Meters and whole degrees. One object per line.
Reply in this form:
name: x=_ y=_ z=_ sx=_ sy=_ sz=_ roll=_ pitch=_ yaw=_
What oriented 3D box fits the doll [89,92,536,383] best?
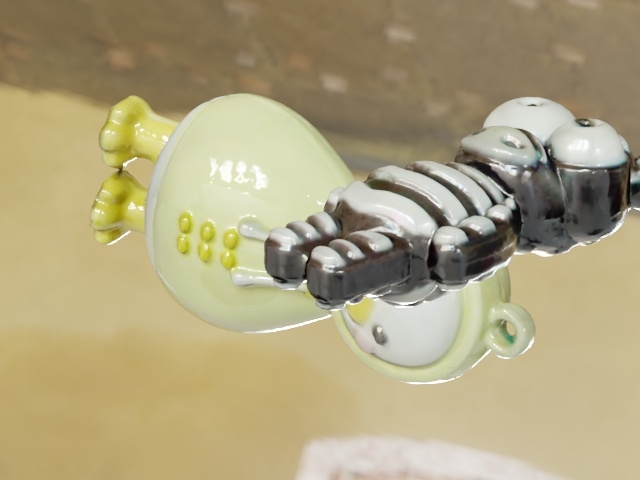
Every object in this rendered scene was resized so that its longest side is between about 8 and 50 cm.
doll: x=-0.007 y=0.002 z=1.121 sx=0.296 sy=0.141 sz=0.117 roll=24 pitch=21 yaw=37

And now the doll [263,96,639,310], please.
doll: x=0.075 y=-0.018 z=0.866 sx=0.219 sy=0.067 sz=0.091 roll=-17 pitch=23 yaw=-34
